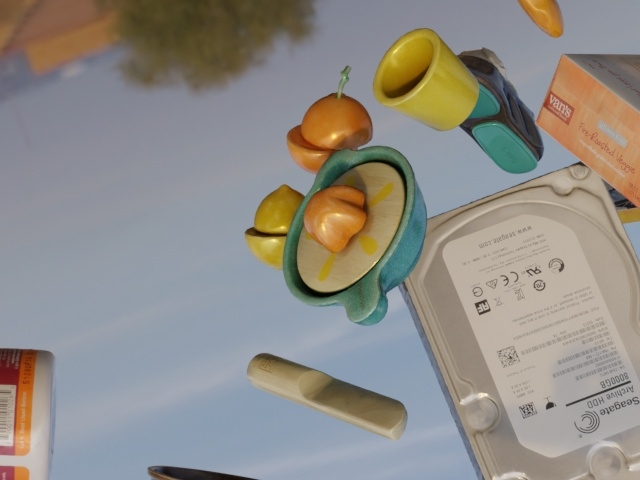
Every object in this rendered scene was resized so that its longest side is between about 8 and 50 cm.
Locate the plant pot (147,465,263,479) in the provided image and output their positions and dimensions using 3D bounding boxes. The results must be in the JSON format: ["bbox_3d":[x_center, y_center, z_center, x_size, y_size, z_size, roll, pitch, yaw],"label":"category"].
[{"bbox_3d":[-0.076,0.282,1.515,0.167,0.165,0.167,10,178,0],"label":"plant pot"}]

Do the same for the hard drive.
[{"bbox_3d":[0.232,0.110,1.850,0.237,0.339,0.064,-20,165,-4],"label":"hard drive"}]

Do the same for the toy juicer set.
[{"bbox_3d":[0.000,0.000,1.404,0.209,0.089,0.329,-14,-127,44],"label":"toy juicer set"}]

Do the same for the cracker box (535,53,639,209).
[{"bbox_3d":[0.301,-0.079,1.396,0.232,0.067,0.156,-3,-145,-37],"label":"cracker box"}]

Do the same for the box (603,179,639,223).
[{"bbox_3d":[0.371,-0.055,2.296,0.136,0.028,0.081,-10,-139,-6],"label":"box"}]

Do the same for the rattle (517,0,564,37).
[{"bbox_3d":[0.173,-0.271,1.295,0.199,0.143,0.130,-48,161,-10],"label":"rattle"}]

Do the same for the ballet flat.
[{"bbox_3d":[0.146,-0.130,1.654,0.074,0.074,0.203,-17,149,23],"label":"ballet flat"}]

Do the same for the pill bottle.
[{"bbox_3d":[-0.325,0.143,1.467,0.221,0.121,0.121,3,-173,-6],"label":"pill bottle"}]
